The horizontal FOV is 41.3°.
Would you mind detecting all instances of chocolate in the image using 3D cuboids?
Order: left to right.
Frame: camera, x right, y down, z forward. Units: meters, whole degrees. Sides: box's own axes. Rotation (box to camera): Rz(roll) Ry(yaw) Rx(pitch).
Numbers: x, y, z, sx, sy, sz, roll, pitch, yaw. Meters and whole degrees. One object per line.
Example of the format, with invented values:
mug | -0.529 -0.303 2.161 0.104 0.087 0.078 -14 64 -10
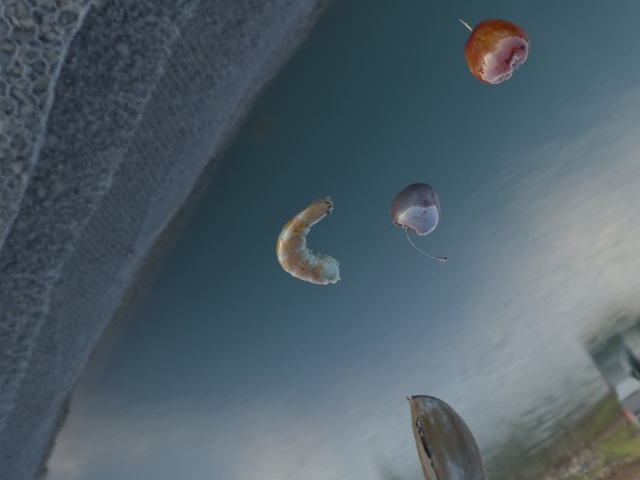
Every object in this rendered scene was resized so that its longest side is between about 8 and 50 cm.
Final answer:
chocolate | 0.192 0.340 1.179 0.083 0.261 0.161 -13 143 -2

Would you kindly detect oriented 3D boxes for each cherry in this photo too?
cherry | 0.268 -0.065 2.136 0.115 0.188 0.148 117 -1 -45

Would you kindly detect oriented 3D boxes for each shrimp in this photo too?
shrimp | 0.000 0.000 1.560 0.161 0.049 0.166 23 107 -30

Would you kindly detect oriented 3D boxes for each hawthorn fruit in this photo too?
hawthorn fruit | 0.334 -0.365 1.620 0.125 0.140 0.125 -17 142 -13
